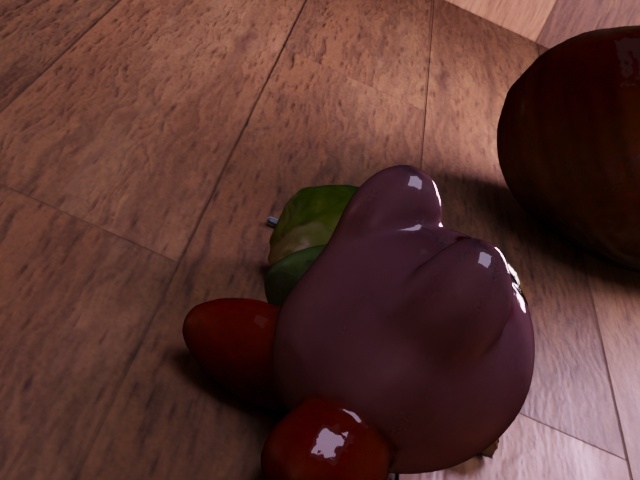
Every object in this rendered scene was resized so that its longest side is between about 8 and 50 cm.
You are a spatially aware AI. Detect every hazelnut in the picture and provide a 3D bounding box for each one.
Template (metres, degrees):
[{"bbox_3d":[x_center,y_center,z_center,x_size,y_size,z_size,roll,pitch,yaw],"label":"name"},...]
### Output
[{"bbox_3d":[0.439,-0.134,2.210,0.409,0.359,0.359,9,25,-48],"label":"hazelnut"}]

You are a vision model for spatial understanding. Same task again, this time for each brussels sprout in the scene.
[{"bbox_3d":[0.031,0.008,1.633,0.152,0.122,0.149,6,24,-45],"label":"brussels sprout"}]

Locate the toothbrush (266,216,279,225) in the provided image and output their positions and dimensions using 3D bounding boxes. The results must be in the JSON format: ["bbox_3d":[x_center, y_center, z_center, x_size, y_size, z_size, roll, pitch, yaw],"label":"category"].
[{"bbox_3d":[0.000,0.000,1.781,0.131,0.011,0.013,22,7,-9],"label":"toothbrush"}]

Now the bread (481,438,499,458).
[{"bbox_3d":[0.138,0.158,1.523,0.068,0.028,0.153,22,18,-4],"label":"bread"}]

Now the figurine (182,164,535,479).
[{"bbox_3d":[0.062,0.102,1.342,0.211,0.261,0.269,45,2,-40],"label":"figurine"}]

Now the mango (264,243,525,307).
[{"bbox_3d":[0.072,0.061,1.508,0.251,0.156,0.114,-2,60,-4],"label":"mango"}]
